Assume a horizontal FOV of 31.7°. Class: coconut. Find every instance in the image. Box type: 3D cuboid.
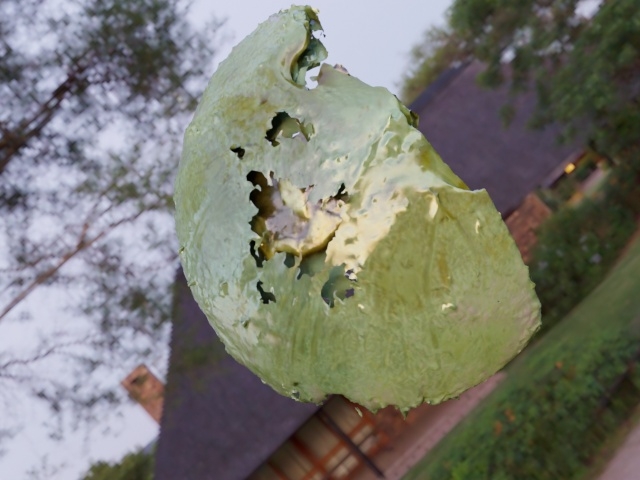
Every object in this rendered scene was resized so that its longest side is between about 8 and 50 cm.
[{"bbox_3d":[0.000,0.000,0.405,0.133,0.158,0.055,-58,-20,16],"label":"coconut"}]
